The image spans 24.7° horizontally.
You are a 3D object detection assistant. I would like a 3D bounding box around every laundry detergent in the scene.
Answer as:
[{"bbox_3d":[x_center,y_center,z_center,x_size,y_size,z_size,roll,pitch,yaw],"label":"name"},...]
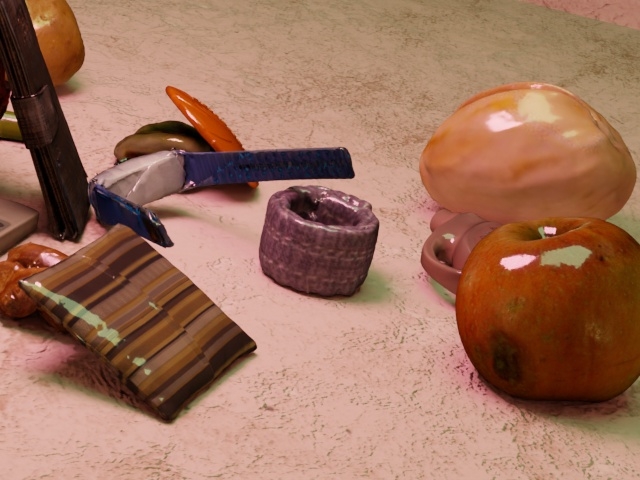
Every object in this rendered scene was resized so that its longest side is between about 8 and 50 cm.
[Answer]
[{"bbox_3d":[0.200,0.022,1.913,0.171,0.076,0.237,-6,27,-36],"label":"laundry detergent"}]

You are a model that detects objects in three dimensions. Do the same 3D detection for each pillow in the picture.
[{"bbox_3d":[-0.187,0.080,1.547,0.212,0.052,0.208,42,27,5],"label":"pillow"}]

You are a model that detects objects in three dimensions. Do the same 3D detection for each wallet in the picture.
[{"bbox_3d":[-0.349,-0.171,1.815,0.044,0.317,0.169,-14,23,0],"label":"wallet"}]

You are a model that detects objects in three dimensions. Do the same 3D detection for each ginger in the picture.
[{"bbox_3d":[-0.291,0.052,1.597,0.162,0.073,0.103,20,24,17],"label":"ginger"}]

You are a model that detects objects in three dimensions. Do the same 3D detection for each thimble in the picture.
[{"bbox_3d":[-0.003,0.000,1.839,0.150,0.098,0.150,10,23,-4],"label":"thimble"}]

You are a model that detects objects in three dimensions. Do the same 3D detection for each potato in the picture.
[{"bbox_3d":[-0.447,-0.314,2.314,0.158,0.178,0.203,33,12,10],"label":"potato"}]

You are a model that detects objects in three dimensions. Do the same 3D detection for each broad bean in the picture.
[{"bbox_3d":[-0.219,-0.129,2.102,0.153,0.072,0.207,9,10,-13],"label":"broad bean"}]

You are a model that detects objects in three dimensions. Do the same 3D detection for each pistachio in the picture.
[{"bbox_3d":[0.303,-0.118,2.124,0.308,0.230,0.230,0,18,19],"label":"pistachio"}]

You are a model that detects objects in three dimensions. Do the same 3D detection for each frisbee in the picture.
[{"bbox_3d":[-0.146,-0.153,2.074,0.192,0.035,0.192,49,2,-2],"label":"frisbee"}]

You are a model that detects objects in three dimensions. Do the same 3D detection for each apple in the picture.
[{"bbox_3d":[0.273,0.083,1.673,0.236,0.208,0.237,-5,12,1],"label":"apple"}]

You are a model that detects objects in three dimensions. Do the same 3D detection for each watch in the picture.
[{"bbox_3d":[-0.140,-0.077,1.838,0.276,0.068,0.274,-21,16,-25],"label":"watch"}]

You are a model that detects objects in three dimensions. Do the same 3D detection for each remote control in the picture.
[{"bbox_3d":[-0.438,-0.002,1.704,0.123,0.038,0.285,16,22,13],"label":"remote control"}]

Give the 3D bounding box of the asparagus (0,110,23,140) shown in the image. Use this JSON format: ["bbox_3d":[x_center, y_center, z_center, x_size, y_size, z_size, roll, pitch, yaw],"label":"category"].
[{"bbox_3d":[-0.486,-0.172,2.094,0.178,0.045,0.041,10,-11,-4],"label":"asparagus"}]

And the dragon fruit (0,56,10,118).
[{"bbox_3d":[-0.538,-0.218,1.852,0.295,0.302,0.295,13,13,-3],"label":"dragon fruit"}]
